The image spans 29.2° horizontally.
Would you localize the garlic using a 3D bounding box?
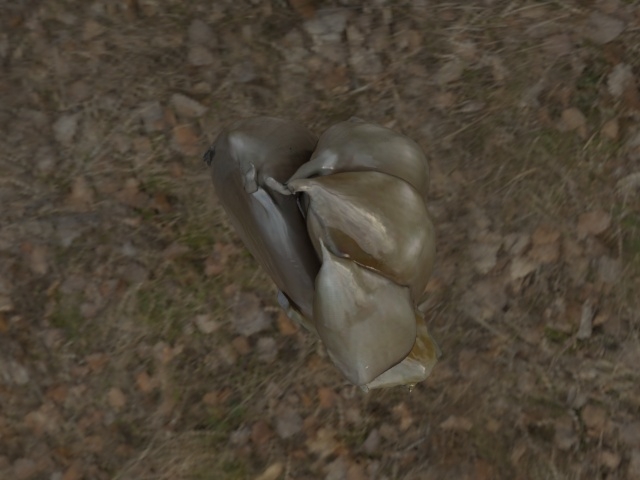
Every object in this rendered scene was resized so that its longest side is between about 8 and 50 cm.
[{"bbox_3d":[0.000,0.000,1.052,0.210,0.237,0.292,-6,133,15],"label":"garlic"}]
